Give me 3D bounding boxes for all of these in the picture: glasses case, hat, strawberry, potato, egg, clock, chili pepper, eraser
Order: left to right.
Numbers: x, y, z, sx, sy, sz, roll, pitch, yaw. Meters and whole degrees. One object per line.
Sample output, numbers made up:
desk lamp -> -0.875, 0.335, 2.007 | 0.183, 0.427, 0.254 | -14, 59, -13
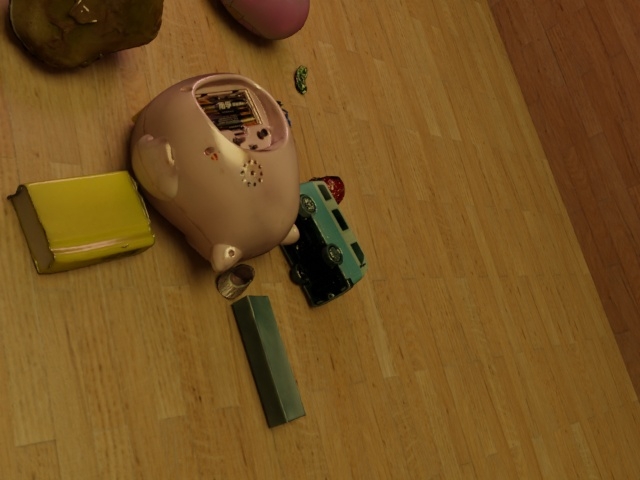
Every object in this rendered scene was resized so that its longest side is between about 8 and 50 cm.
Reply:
eraser -> -0.422, -0.037, 1.250 | 0.226, 0.069, 0.158 | -17, 78, -48
potato -> -0.432, -0.472, 1.332 | 0.300, 0.196, 0.246 | -48, 129, -35
clock -> -0.188, -0.145, 1.408 | 0.368, 0.250, 0.377 | -23, 85, -51
hat -> -0.180, 0.082, 1.457 | 0.087, 0.042, 0.058 | -41, 101, -14
egg -> -0.155, -0.633, 1.771 | 0.271, 0.196, 0.196 | 17, 56, -24
glasses case -> -0.110, 0.247, 1.428 | 0.105, 0.056, 0.266 | 15, 55, -69
chili pepper -> -0.051, -0.444, 1.890 | 0.034, 0.030, 0.091 | 47, 38, -54
strawberry -> 0.013, -0.115, 1.721 | 0.106, 0.106, 0.106 | 24, 53, -35

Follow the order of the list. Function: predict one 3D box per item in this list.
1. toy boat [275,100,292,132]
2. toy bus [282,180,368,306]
toy boat -> -0.124, -0.310, 1.677 | 0.175, 0.110, 0.091 | 15, 58, -38
toy bus -> 0.000, 0.000, 1.610 | 0.165, 0.133, 0.271 | -22, 82, -53
